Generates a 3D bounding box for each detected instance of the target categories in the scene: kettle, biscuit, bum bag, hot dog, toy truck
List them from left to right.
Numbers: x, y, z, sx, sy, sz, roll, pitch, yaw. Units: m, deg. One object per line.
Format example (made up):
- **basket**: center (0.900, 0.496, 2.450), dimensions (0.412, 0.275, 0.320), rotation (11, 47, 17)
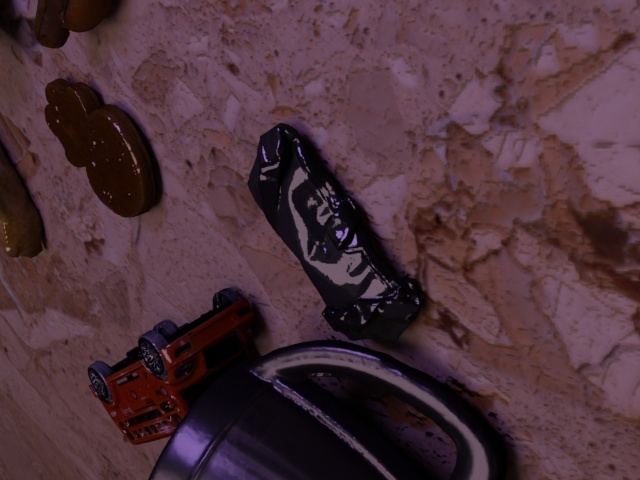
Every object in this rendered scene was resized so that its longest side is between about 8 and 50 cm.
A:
- **hot dog**: center (-0.230, -0.236, 0.884), dimensions (0.089, 0.060, 0.140), rotation (61, 149, 7)
- **biscuit**: center (-0.226, -0.099, 1.001), dimensions (0.175, 0.026, 0.124), rotation (44, 140, 21)
- **toy truck**: center (-0.144, 0.138, 0.997), dimensions (0.114, 0.107, 0.253), rotation (60, 146, -1)
- **bum bag**: center (0.000, 0.000, 0.773), dimensions (0.197, 0.049, 0.087), rotation (56, 140, 8)
- **kettle**: center (0.023, 0.231, 0.821), dimensions (0.271, 0.250, 0.207), rotation (29, 168, 23)

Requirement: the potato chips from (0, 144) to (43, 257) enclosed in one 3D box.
- **potato chips**: center (-0.466, -0.160, 1.228), dimensions (0.407, 0.057, 0.080), rotation (58, 141, 3)
